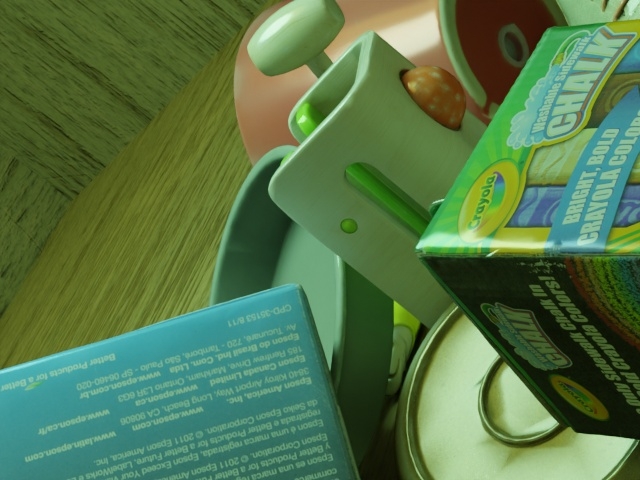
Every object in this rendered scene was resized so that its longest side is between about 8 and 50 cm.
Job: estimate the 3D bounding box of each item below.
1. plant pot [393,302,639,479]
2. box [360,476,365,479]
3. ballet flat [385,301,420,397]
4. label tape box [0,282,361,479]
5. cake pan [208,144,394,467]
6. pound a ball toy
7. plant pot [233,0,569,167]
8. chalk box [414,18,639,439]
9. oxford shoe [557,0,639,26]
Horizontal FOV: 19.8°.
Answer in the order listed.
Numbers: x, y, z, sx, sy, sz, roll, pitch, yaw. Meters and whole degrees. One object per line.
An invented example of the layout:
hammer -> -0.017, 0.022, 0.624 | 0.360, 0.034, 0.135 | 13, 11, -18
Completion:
plant pot -> 0.140, 0.099, 1.166 | 0.236, 0.032, 0.236 | -21, 51, 28
box -> -0.040, 0.262, 1.512 | 0.183, 0.056, 0.231 | -52, 14, -10
ballet flat -> 0.023, 0.119, 1.607 | 0.231, 0.077, 0.077 | -28, 43, -31
label tape box -> -0.081, 0.229, 1.187 | 0.249, 0.347, 0.115 | -16, -24, -1
cake pan -> -0.019, 0.073, 1.434 | 0.293, 0.054, 0.293 | -174, 90, -68
pound a ball toy -> 0.094, -0.054, 1.337 | 0.136, 0.319, 0.208 | -45, 14, 24
plant pot -> 0.096, -0.145, 1.749 | 0.243, 0.275, 0.275 | -23, 29, 42
chalk box -> 0.192, -0.005, 1.026 | 0.289, 0.180, 0.179 | 2, 52, 48
oxford shoe -> 0.257, -0.188, 1.524 | 0.140, 0.146, 0.397 | -46, 15, 10
